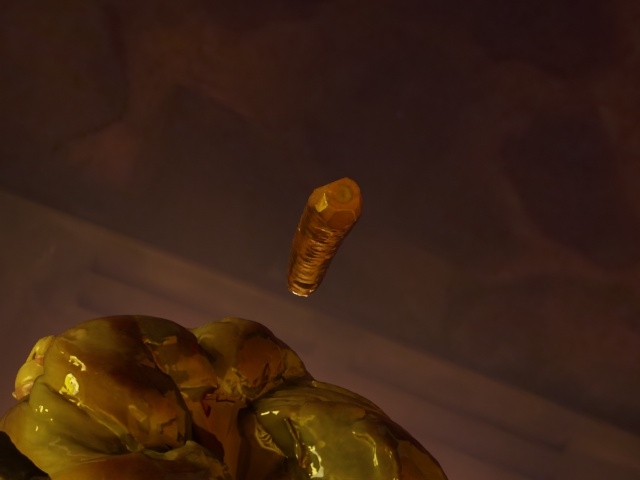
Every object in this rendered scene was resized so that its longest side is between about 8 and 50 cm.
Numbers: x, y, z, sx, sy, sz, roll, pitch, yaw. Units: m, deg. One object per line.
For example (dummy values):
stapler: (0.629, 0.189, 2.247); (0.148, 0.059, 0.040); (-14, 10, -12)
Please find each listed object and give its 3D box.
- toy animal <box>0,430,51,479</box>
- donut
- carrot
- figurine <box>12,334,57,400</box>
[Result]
toy animal: (-0.284, 0.207, 0.728); (0.168, 0.343, 0.106); (42, -21, 18)
donut: (-0.062, 0.198, 1.086); (0.360, 0.170, 0.360); (29, 29, -18)
carrot: (0.000, 0.000, 1.154); (0.042, 0.042, 0.171); (22, -26, 0)
figurine: (-0.286, 0.170, 1.540); (0.083, 0.187, 0.083); (3, 55, -5)
